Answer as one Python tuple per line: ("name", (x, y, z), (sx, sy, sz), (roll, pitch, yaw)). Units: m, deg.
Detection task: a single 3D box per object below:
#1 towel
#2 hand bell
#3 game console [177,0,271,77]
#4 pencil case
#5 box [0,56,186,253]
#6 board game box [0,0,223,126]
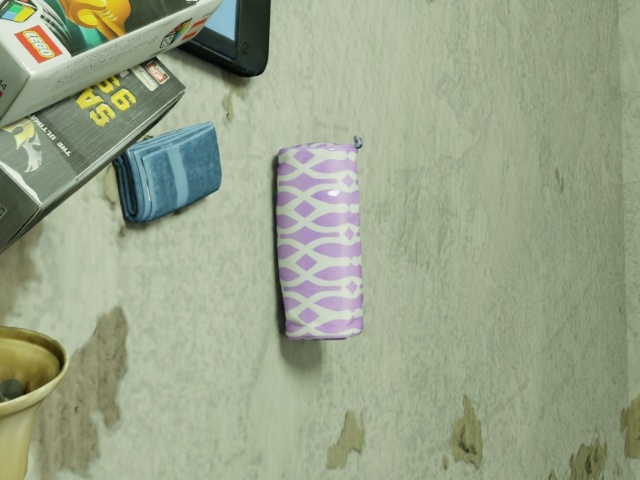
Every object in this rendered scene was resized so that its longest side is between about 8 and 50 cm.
("towel", (-0.125, -0.059, 0.950), (0.119, 0.029, 0.067), (-31, 115, -57))
("hand bell", (-0.220, 0.190, 0.723), (0.126, 0.126, 0.242), (-29, 125, -57))
("game console", (-0.065, -0.296, 0.928), (0.293, 0.173, 0.250), (14, 75, -58))
("pencil case", (0.000, 0.000, 1.116), (0.088, 0.086, 0.206), (4, 86, -83))
("box", (-0.211, -0.124, 0.655), (0.231, 0.056, 0.183), (46, 33, -6))
("board game box", (-0.212, -0.220, 0.641), (0.305, 0.053, 0.193), (49, 37, -1))
